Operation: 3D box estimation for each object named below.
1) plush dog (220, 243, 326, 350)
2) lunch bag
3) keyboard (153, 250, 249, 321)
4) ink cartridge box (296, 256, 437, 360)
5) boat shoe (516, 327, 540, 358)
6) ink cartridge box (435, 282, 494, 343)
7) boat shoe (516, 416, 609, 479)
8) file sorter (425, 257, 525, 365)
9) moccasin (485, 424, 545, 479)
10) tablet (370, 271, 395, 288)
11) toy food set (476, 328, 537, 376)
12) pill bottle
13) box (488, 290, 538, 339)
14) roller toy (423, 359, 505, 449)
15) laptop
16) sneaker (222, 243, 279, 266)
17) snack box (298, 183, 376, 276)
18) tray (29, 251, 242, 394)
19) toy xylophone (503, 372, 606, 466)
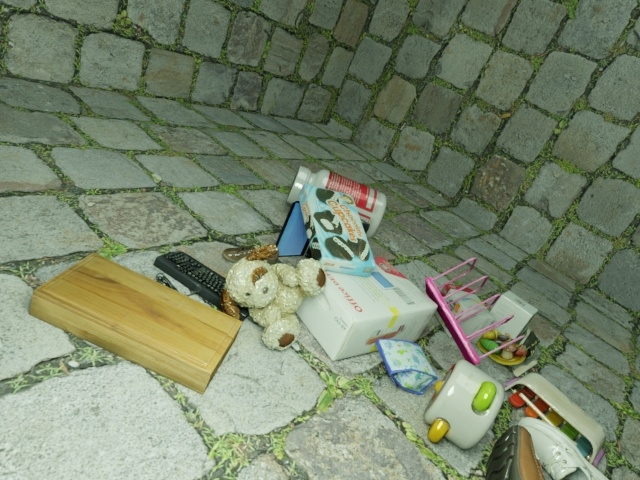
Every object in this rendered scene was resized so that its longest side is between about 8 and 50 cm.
[{"bbox_3d":[-0.146,0.126,1.195,0.225,0.262,0.210,34,-7,-33],"label":"plush dog"},{"bbox_3d":[0.231,0.347,1.262,0.151,0.096,0.129,28,20,-28],"label":"lunch bag"},{"bbox_3d":[-0.332,0.129,1.256,0.317,0.033,0.201,30,25,12],"label":"keyboard"},{"bbox_3d":[0.126,0.194,1.396,0.385,0.160,0.279,1,34,-42],"label":"ink cartridge box"},{"bbox_3d":[0.771,0.400,1.682,0.069,0.081,0.228,42,34,20],"label":"boat shoe"},{"bbox_3d":[0.519,0.268,1.654,0.127,0.128,0.176,15,26,-21],"label":"ink cartridge box"},{"bbox_3d":[0.634,0.585,1.168,0.277,0.098,0.096,40,28,27],"label":"boat shoe"},{"bbox_3d":[0.488,0.229,1.440,0.290,0.182,0.202,63,3,22],"label":"file sorter"},{"bbox_3d":[0.459,0.573,0.978,0.147,0.139,0.380,27,25,1],"label":"moccasin"},{"bbox_3d":[0.187,0.123,1.390,0.054,0.006,0.083,1,32,-42],"label":"tablet"},{"bbox_3d":[0.648,0.366,1.571,0.128,0.071,0.218,-15,27,-22],"label":"toy food set"},{"bbox_3d":[0.066,-0.175,1.991,0.408,0.229,0.229,22,25,-8],"label":"pill bottle"},{"bbox_3d":[0.721,0.302,1.723,0.130,0.170,0.091,39,29,28],"label":"box"},{"bbox_3d":[0.357,0.412,1.144,0.146,0.209,0.191,33,12,18],"label":"roller toy"},{"bbox_3d":[0.000,0.000,1.576,0.264,0.234,0.136,27,26,4],"label":"laptop"},{"bbox_3d":[-0.227,0.038,1.484,0.188,0.071,0.066,10,29,-31],"label":"sneaker"},{"bbox_3d":[0.047,-0.037,1.417,0.187,0.060,0.322,11,44,-27],"label":"snack box"},{"bbox_3d":[-0.407,0.178,1.037,0.411,0.076,0.203,24,24,0],"label":"tray"},{"bbox_3d":[0.703,0.530,1.360,0.236,0.081,0.322,4,32,-39],"label":"toy xylophone"}]
